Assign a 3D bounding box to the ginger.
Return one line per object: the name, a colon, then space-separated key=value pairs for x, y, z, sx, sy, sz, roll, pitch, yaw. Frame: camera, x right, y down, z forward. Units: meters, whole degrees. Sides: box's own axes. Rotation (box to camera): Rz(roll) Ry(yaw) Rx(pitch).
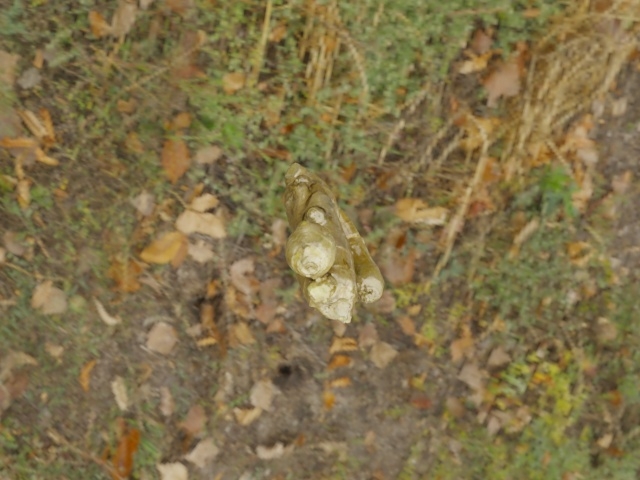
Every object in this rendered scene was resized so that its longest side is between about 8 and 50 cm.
ginger: x=0.000 y=0.000 z=0.867 sx=0.052 sy=0.176 sz=0.193 roll=-31 pitch=145 yaw=6
